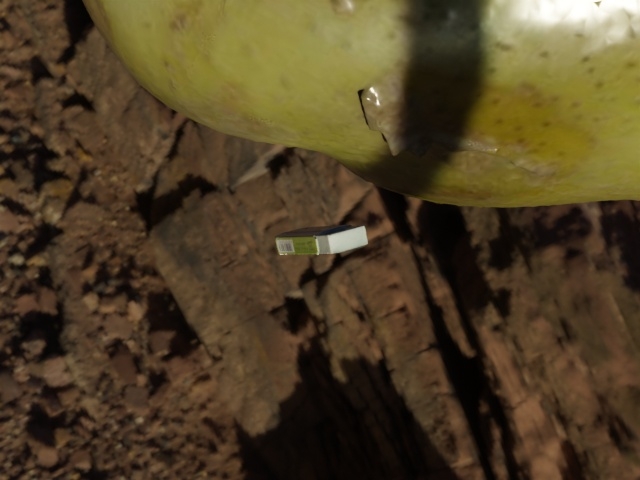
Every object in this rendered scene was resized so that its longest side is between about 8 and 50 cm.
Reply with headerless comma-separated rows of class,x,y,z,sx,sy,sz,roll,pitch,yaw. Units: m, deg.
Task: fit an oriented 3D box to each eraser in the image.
eraser,0.000,0.000,0.800,0.038,0.083,0.019,-13,95,-31

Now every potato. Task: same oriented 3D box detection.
potato,0.070,-0.112,0.396,0.351,0.202,0.218,21,5,11
